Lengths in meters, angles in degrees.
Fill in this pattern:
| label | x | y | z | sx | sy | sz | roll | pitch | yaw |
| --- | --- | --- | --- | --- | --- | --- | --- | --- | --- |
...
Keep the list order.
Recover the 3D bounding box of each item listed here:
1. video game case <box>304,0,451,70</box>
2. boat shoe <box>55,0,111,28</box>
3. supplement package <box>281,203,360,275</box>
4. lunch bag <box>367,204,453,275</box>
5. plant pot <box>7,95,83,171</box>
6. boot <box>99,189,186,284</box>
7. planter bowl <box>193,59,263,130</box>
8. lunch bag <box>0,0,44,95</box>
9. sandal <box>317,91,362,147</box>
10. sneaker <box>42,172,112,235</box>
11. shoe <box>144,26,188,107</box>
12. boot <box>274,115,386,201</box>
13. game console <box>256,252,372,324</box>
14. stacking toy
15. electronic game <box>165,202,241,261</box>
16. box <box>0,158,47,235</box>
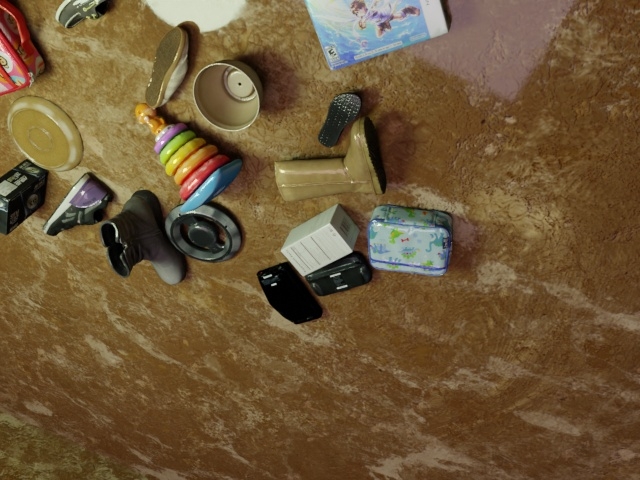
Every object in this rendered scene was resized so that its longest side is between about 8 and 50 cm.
| label | x | y | z | sx | sy | sz | roll | pitch | yaw |
| --- | --- | --- | --- | --- | --- | --- | --- | --- | --- |
| video game case | 0.102 | -0.507 | 1.136 | 0.269 | 0.061 | 0.244 | -11 | 120 | 24 |
| boat shoe | -0.523 | -0.553 | 1.284 | 0.227 | 0.081 | 0.069 | -27 | 110 | 29 |
| supplement package | 0.000 | 0.000 | 1.512 | 0.179 | 0.105 | 0.105 | -28 | 114 | 32 |
| lunch bag | 0.235 | 0.006 | 1.456 | 0.218 | 0.090 | 0.176 | 8 | 130 | 13 |
| plant pot | -0.795 | -0.296 | 1.591 | 0.236 | 0.032 | 0.237 | 8 | 126 | 11 |
| boot | -0.527 | 0.043 | 1.634 | 0.118 | 0.223 | 0.338 | -6 | 123 | 20 |
| planter bowl | -0.203 | -0.355 | 1.312 | 0.161 | 0.109 | 0.162 | 9 | 128 | 11 |
| lunch bag | -0.839 | -0.512 | 1.382 | 0.258 | 0.120 | 0.293 | -7 | 131 | 21 |
| sandal | 0.045 | -0.294 | 1.330 | 0.067 | 0.040 | 0.179 | 35 | 142 | -3 |
| sneaker | -0.739 | -0.074 | 1.695 | 0.124 | 0.107 | 0.283 | 39 | 127 | -20 |
| shoe | -0.367 | -0.420 | 1.356 | 0.077 | 0.058 | 0.219 | 50 | 126 | 18 |
| boot | 0.011 | -0.187 | 1.367 | 0.269 | 0.089 | 0.236 | -1 | 135 | 19 |
| game console | -0.009 | 0.136 | 1.658 | 0.361 | 0.044 | 0.213 | -19 | 119 | 29 |
| stacking toy | -0.367 | -0.236 | 1.441 | 0.302 | 0.166 | 0.175 | 47 | 116 | -4 |
| electronic game | -0.345 | -0.021 | 1.641 | 0.229 | 0.048 | 0.229 | 6 | 132 | 6 |
| box | -0.904 | -0.129 | 1.652 | 0.077 | 0.180 | 0.147 | 28 | 128 | -4 |
